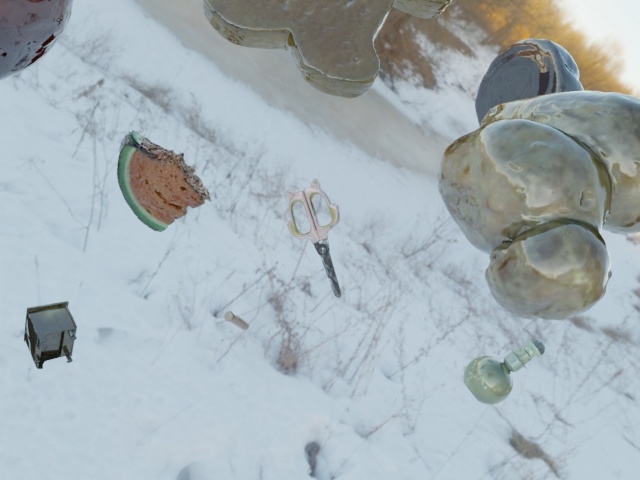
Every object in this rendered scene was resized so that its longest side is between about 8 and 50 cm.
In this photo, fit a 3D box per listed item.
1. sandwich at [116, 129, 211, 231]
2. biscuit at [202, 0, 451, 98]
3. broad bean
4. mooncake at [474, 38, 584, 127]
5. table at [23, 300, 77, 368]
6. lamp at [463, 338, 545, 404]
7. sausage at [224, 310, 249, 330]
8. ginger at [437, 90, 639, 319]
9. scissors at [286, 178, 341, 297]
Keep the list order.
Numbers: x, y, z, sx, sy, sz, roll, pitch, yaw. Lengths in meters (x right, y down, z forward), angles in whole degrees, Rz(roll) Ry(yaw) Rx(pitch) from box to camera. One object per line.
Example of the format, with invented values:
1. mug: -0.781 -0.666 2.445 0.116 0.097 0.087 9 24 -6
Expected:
1. sandwich: -0.311 -0.123 1.070 0.235 0.159 0.079 62 21 -49
2. biscuit: 0.029 -0.442 1.000 0.368 0.076 0.394 30 67 1
3. broad bean: -0.329 -0.218 0.519 0.122 0.229 0.156 57 15 -4
4. mooncake: 0.469 -0.321 1.256 0.133 0.245 0.244 17 37 -36
5. table: -0.478 0.171 0.991 0.070 0.083 0.082 -7 43 -41
6. lamp: 0.351 0.239 1.047 0.091 0.163 0.091 53 7 -10
7. sausage: -0.206 0.203 1.387 0.026 0.026 0.116 58 1 27
8. ginger: 0.240 -0.053 0.577 0.304 0.155 0.245 -35 62 -29
9. scissors: 0.000 0.000 1.473 0.024 0.160 0.317 -11 81 -67
